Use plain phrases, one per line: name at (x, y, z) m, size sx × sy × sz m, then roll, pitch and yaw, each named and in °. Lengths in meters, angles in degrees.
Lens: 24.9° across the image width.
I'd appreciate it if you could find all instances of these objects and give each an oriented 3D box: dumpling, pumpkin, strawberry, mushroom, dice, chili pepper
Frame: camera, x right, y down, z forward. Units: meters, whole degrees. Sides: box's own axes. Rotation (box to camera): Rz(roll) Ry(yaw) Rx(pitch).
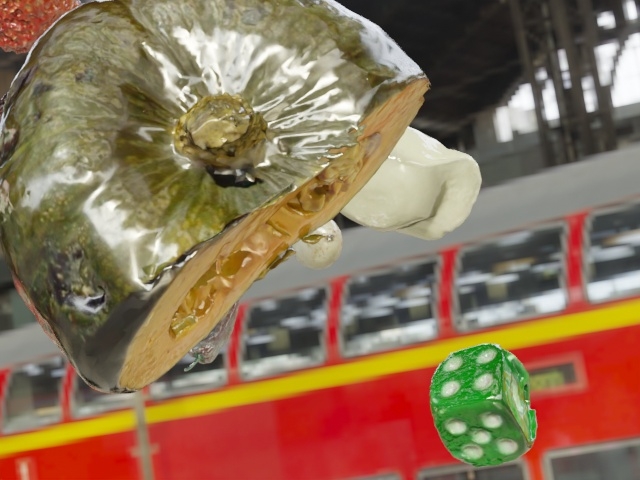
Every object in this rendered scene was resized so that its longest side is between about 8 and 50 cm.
dumpling at (0.076, -0.078, 1.843) m, size 0.250 × 0.132 × 0.162 m, roll 14°, pitch -49°, yaw 7°
pumpkin at (-0.104, -0.074, 1.000) m, size 0.325 × 0.232 × 0.242 m, roll -44°, pitch -7°, yaw -24°
strawberry at (-0.431, -0.363, 2.103) m, size 0.107 × 0.175 × 0.236 m, roll -9°, pitch -6°, yaw 44°
mushroom at (0.000, 0.000, 2.214) m, size 0.085 × 0.085 × 0.079 m, roll -14°, pitch 4°, yaw 31°
dice at (0.227, 0.231, 2.025) m, size 0.120 × 0.131 × 0.128 m, roll -17°, pitch 33°, yaw 24°
chili pepper at (-0.152, 0.128, 2.102) m, size 0.050 × 0.153 × 0.041 m, roll 12°, pitch -35°, yaw 26°

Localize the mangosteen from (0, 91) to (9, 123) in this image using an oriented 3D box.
mangosteen at (-0.274, -0.099, 1.483) m, size 0.140 × 0.140 × 0.140 m, roll -9°, pitch -9°, yaw -1°

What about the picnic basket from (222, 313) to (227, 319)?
picnic basket at (-0.214, -0.059, 1.773) m, size 0.228 × 0.312 × 0.175 m, roll 5°, pitch -4°, yaw -13°
